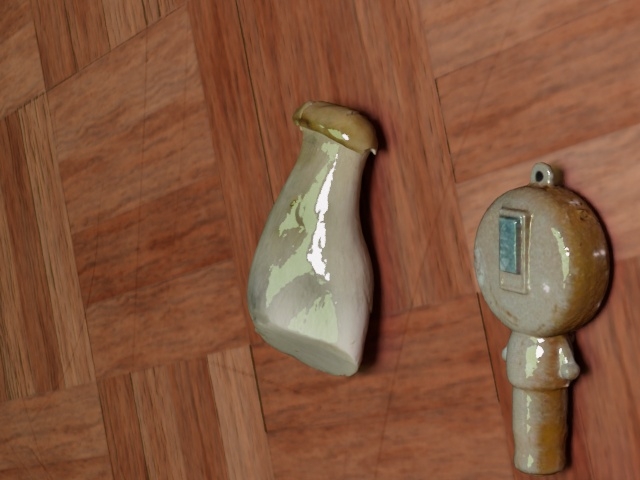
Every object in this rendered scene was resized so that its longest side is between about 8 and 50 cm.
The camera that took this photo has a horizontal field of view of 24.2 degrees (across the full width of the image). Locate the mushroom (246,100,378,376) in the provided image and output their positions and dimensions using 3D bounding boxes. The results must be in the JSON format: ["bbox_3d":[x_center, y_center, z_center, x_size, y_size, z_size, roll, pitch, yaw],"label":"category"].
[{"bbox_3d":[0.000,0.000,1.224,0.116,0.093,0.225,8,94,39],"label":"mushroom"}]

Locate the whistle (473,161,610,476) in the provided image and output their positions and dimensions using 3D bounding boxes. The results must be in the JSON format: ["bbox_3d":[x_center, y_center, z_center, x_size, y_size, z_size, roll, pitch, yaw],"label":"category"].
[{"bbox_3d":[0.150,0.055,1.040,0.107,0.057,0.220,14,109,52],"label":"whistle"}]
